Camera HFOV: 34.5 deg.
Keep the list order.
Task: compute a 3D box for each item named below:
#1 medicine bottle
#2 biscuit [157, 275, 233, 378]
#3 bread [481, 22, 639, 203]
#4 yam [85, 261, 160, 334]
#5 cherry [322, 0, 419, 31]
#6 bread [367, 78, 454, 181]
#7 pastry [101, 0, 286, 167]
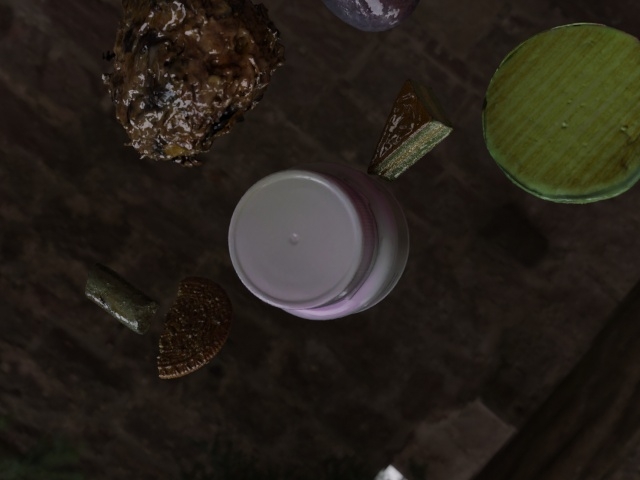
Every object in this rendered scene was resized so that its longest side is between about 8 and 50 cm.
[{"bbox_3d":[0.000,0.000,1.564,0.241,0.241,0.302,40,-172,11],"label":"medicine bottle"},{"bbox_3d":[-0.209,0.140,1.753,0.025,0.125,0.206,65,-155,-47],"label":"biscuit"},{"bbox_3d":[0.390,-0.197,1.584,0.301,0.301,0.045,42,179,24],"label":"bread"},{"bbox_3d":[-0.212,0.060,1.086,0.094,0.043,0.043,31,-177,22],"label":"yam"},{"bbox_3d":[0.054,-0.350,1.305,0.176,0.140,0.176,46,-164,-17],"label":"cherry"},{"bbox_3d":[0.122,-0.166,1.573,0.074,0.139,0.084,9,-133,-50],"label":"bread"},{"bbox_3d":[-0.148,-0.213,1.247,0.192,0.275,0.275,-1,-151,-31],"label":"pastry"}]
